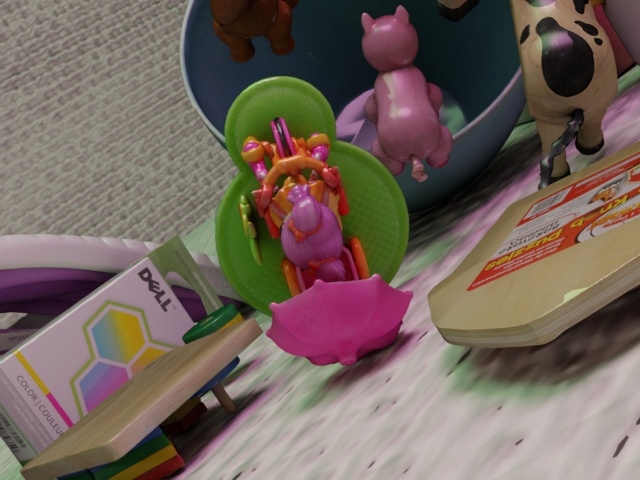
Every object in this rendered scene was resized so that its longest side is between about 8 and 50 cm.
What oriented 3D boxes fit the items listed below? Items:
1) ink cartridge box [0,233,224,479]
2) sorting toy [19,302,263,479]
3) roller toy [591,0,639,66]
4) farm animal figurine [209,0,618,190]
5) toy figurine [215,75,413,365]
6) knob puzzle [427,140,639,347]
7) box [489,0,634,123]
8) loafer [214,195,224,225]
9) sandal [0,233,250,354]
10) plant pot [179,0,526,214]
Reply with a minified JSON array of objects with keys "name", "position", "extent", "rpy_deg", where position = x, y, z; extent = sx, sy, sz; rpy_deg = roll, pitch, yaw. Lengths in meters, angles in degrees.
[{"name":"ink cartridge box","position":[-0.145,0.087,0.807],"extent":[0.209,0.109,0.062],"rpy_deg":[-38,9,-32]},{"name":"sorting toy","position":[-0.111,0.121,0.683],"extent":[0.132,0.046,0.274],"rpy_deg":[-26,11,49]},{"name":"roller toy","position":[0.294,-0.234,0.816],"extent":[0.191,0.146,0.209],"rpy_deg":[-36,7,-21]},{"name":"farm animal figurine","position":[0.078,-0.217,0.730],"extent":[0.327,0.330,0.172],"rpy_deg":[-58,-27,-22]},{"name":"toy figurine","position":[0.000,0.000,0.632],"extent":[0.130,0.173,0.159],"rpy_deg":[-17,20,-2]},{"name":"knob puzzle","position":[0.128,0.001,0.474],"extent":[0.213,0.030,0.213],"rpy_deg":[-33,7,5]},{"name":"box","position":[0.259,-0.229,1.017],"extent":[0.232,0.127,0.148],"rpy_deg":[-36,8,-13]},{"name":"loafer","position":[-0.020,-0.033,1.038],"extent":[0.111,0.112,0.319],"rpy_deg":[-41,5,13]},{"name":"sandal","position":[-0.211,0.062,0.902],"extent":[0.416,0.102,0.169],"rpy_deg":[3,-19,-45]},{"name":"plant pot","position":[0.048,-0.133,0.921],"extent":[0.290,0.290,0.195],"rpy_deg":[-35,-30,-4]}]
